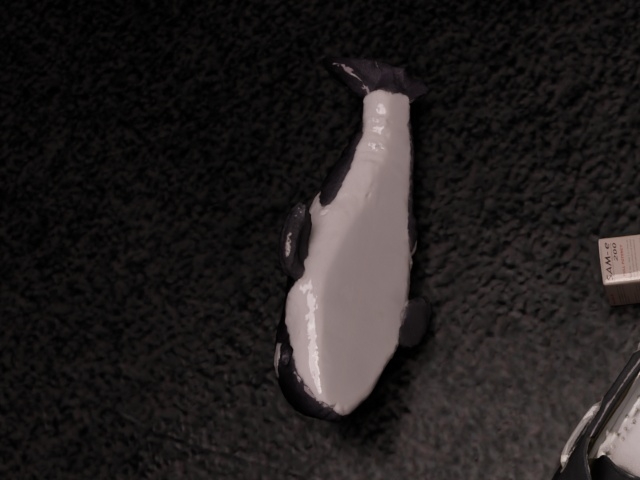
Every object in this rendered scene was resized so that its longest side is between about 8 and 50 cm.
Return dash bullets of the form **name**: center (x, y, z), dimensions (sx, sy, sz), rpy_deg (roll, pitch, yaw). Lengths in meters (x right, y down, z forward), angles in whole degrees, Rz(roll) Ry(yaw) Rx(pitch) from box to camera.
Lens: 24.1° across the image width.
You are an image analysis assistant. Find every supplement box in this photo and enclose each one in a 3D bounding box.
- **supplement box**: center (0.251, 0.018, 1.067), dimensions (0.098, 0.062, 0.036), rpy_deg (-7, 71, 12)

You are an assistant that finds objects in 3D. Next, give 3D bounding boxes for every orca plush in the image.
- **orca plush**: center (0.000, 0.000, 1.124), dimensions (0.102, 0.151, 0.287), rpy_deg (-15, 68, 44)

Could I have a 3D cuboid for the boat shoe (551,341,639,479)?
- **boat shoe**: center (0.210, 0.162, 1.014), dimensions (0.114, 0.091, 0.302), rpy_deg (24, 80, 21)
